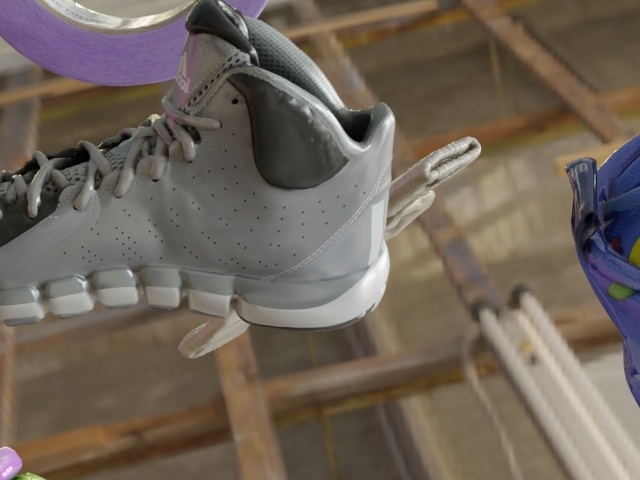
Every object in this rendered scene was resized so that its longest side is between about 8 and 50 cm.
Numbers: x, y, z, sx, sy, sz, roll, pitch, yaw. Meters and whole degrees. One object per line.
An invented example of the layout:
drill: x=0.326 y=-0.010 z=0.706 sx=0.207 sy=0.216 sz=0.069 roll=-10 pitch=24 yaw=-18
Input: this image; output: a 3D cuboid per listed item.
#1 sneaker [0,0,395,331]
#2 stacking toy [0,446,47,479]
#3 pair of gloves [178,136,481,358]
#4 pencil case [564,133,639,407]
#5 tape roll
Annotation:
sneaker: x=-0.078 y=-0.038 z=0.665 sx=0.228 sy=0.132 sz=0.086 roll=2 pitch=-148 yaw=-13
stacking toy: x=-0.238 y=0.206 z=1.186 sx=0.175 sy=0.302 sz=0.166 roll=-29 pitch=-177 yaw=31
pair of gloves: x=0.000 y=0.000 z=1.350 sx=0.240 sy=0.042 sz=0.204 roll=-30 pitch=170 yaw=-33
pencil case: x=0.175 y=0.093 z=0.554 sx=0.119 sy=0.306 sz=0.133 roll=-1 pitch=-146 yaw=33
tape roll: x=-0.162 y=-0.268 z=1.374 sx=0.275 sy=0.275 sz=0.090 roll=-11 pitch=-165 yaw=2
